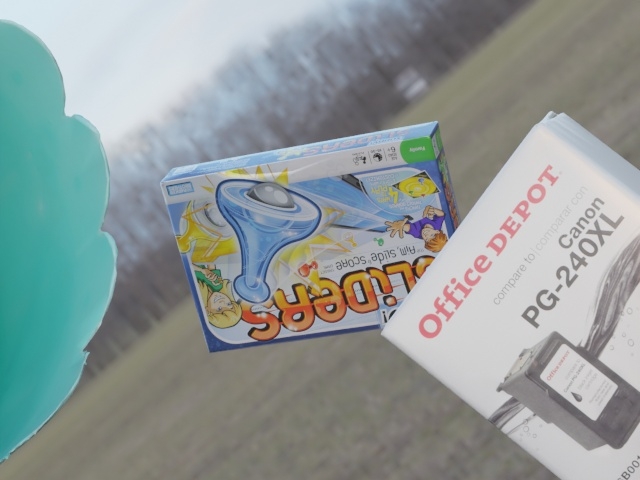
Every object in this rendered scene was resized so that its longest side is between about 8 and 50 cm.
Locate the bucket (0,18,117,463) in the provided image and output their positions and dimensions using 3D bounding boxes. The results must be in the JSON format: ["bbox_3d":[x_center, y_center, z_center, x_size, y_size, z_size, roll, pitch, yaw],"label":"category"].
[{"bbox_3d":[-0.244,0.021,0.826,0.281,0.281,0.183,-42,-1,-32],"label":"bucket"}]

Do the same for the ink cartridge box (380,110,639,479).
[{"bbox_3d":[0.115,0.036,0.726,0.109,0.150,0.063,-54,-8,16],"label":"ink cartridge box"}]

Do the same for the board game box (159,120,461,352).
[{"bbox_3d":[0.000,0.000,1.308,0.201,0.136,0.035,-10,18,18],"label":"board game box"}]
